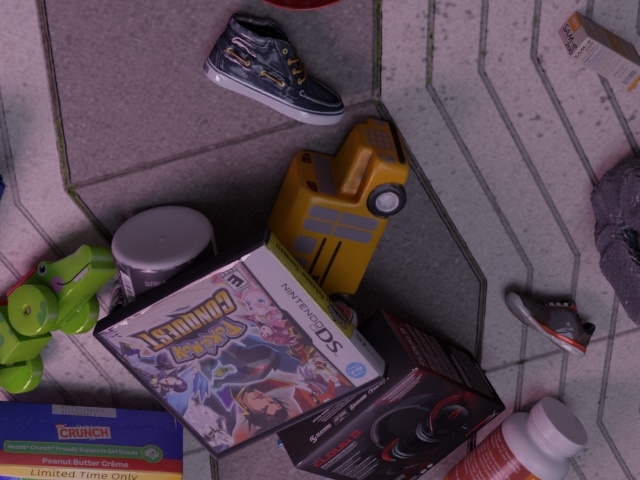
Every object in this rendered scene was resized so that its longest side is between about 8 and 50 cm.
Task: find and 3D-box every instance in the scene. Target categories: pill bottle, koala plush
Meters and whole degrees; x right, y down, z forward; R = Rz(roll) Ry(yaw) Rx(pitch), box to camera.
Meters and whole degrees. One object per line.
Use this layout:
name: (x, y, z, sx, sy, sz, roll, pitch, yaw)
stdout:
pill bottle: (-0.183, 0.086, 1.836, 0.130, 0.130, 0.245, -10, 129, -2)
pill bottle: (0.288, 0.333, 2.105, 0.121, 0.121, 0.216, 29, 118, -27)
koala plush: (0.485, -0.020, 1.861, 0.221, 0.203, 0.196, -8, 140, -30)

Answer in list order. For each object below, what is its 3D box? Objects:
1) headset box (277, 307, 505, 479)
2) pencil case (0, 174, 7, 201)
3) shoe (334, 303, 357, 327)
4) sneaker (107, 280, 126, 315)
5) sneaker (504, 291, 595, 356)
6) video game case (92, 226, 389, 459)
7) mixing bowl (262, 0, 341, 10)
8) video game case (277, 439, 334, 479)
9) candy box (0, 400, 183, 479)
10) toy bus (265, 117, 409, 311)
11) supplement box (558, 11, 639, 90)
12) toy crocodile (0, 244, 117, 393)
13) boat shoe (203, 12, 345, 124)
headset box: (0.082, 0.222, 1.923, 0.218, 0.110, 0.293, -41, 145, 14)
pencil case: (-0.473, 0.018, 1.744, 0.133, 0.119, 0.306, 6, 126, -27)
shoe: (-0.048, 0.093, 1.769, 0.178, 0.063, 0.081, -11, 127, 12)
sneaker: (-0.266, 0.109, 1.875, 0.038, 0.069, 0.098, 4, 125, -1)
sneaker: (0.322, 0.102, 1.989, 0.158, 0.061, 0.065, 34, 88, -30)
video game case: (-0.097, 0.135, 1.749, 0.275, 0.035, 0.248, -28, 117, 25)
mixing bowl: (-0.021, -0.353, 1.548, 0.181, 0.098, 0.181, -4, 128, -5)
video game case: (0.035, 0.308, 2.112, 0.119, 0.015, 0.166, -38, 123, 18)
candy box: (-0.352, 0.374, 2.014, 0.268, 0.122, 0.317, 6, 131, -15)
toy bus: (0.000, 0.000, 1.815, 0.130, 0.108, 0.332, 12, 124, -16)
supplement box: (0.341, -0.228, 1.725, 0.098, 0.062, 0.036, 25, 121, -24)
toy crocodile: (-0.389, 0.112, 1.844, 0.340, 0.105, 0.115, -44, 160, 24)
boat shoe: (-0.040, -0.200, 1.681, 0.183, 0.065, 0.083, 19, 123, -21)
